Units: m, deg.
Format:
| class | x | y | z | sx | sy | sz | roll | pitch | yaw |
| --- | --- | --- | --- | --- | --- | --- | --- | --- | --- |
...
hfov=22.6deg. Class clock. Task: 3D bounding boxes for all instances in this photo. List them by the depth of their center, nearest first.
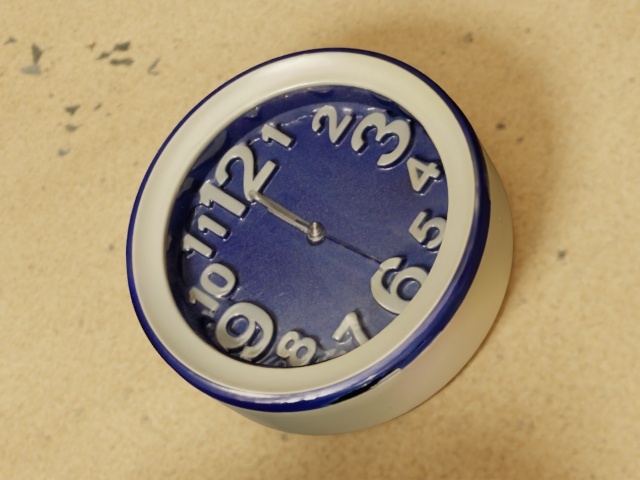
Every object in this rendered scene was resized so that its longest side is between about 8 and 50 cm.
| class | x | y | z | sx | sy | sz | roll | pitch | yaw |
| --- | --- | --- | --- | --- | --- | --- | --- | --- | --- |
| clock | 0.000 | 0.000 | 0.972 | 0.230 | 0.083 | 0.230 | -10 | 64 | 22 |
